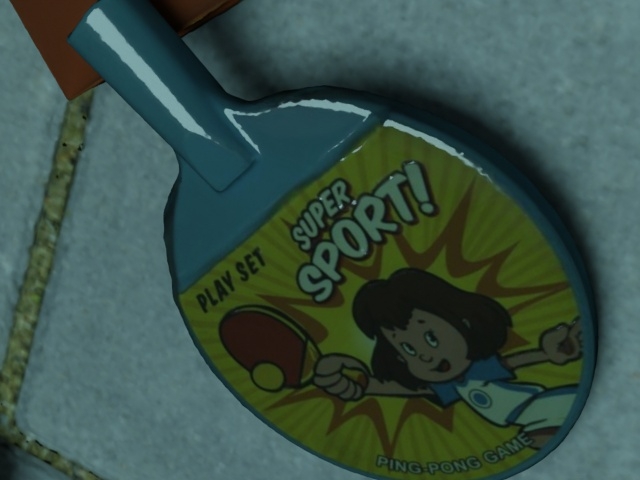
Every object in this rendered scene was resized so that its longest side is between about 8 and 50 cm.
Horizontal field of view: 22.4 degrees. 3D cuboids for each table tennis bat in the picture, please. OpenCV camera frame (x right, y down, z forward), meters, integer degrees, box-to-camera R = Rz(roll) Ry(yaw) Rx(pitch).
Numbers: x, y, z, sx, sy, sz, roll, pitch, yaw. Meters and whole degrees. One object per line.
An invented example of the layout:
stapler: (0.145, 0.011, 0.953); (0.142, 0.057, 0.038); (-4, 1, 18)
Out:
table tennis bat: (0.000, 0.000, 0.824); (0.329, 0.044, 0.215); (46, 124, -9)

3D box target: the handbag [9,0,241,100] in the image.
handbag: (-0.087, -0.169, 0.824); (0.190, 0.063, 0.127); (-26, 96, 34)
